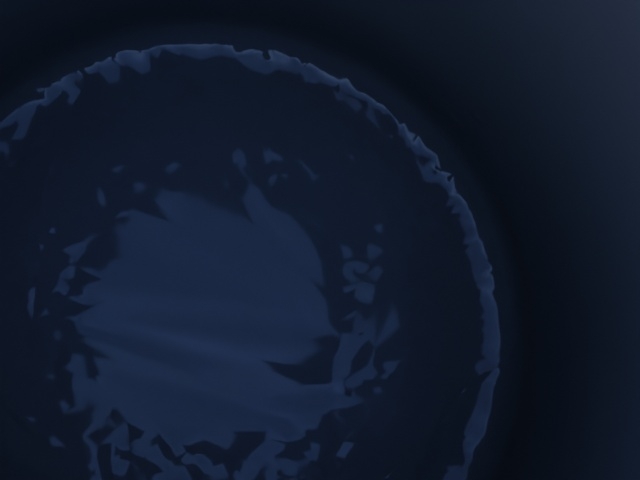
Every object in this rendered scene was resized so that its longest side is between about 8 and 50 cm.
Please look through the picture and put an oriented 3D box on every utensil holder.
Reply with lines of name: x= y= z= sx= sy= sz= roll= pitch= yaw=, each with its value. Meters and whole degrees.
utensil holder: x=-0.043 y=0.028 z=0.337 sx=0.328 sy=0.385 sz=0.327 roll=0 pitch=87 yaw=-3
